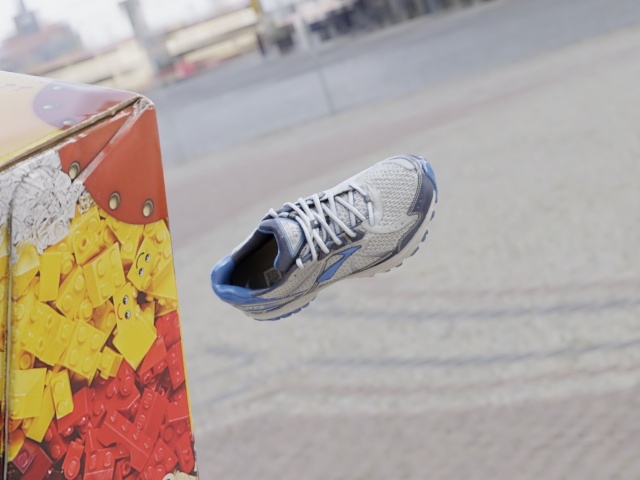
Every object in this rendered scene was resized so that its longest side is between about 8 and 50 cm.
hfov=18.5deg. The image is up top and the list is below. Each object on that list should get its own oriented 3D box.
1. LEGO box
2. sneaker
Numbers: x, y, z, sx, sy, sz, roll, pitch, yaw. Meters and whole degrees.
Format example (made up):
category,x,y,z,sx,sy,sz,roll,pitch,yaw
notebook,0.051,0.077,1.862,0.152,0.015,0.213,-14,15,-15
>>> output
category,x,y,z,sx,sy,sz,roll,pitch,yaw
LEGO box,-0.315,0.095,1.016,0.500,0.373,0.193,12,28,32
sneaker,0.000,0.000,1.003,0.135,0.052,0.058,-36,-24,23
